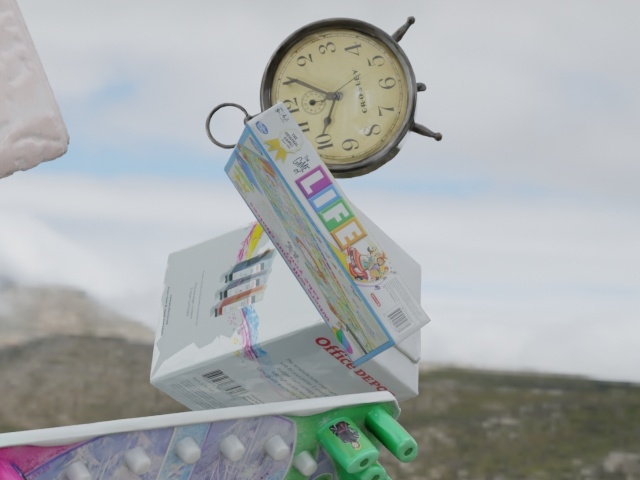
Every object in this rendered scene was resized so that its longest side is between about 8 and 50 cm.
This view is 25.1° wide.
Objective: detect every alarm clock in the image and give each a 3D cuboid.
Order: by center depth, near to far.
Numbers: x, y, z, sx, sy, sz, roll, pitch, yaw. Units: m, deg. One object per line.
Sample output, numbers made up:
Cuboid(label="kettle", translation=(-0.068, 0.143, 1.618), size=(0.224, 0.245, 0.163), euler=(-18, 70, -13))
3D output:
Cuboid(label="alarm clock", translation=(-0.003, -0.113, 1.201), size=(0.192, 0.129, 0.064), euler=(-12, -6, 1))

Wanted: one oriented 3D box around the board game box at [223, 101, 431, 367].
Cuboid(label="board game box", translation=(0.000, 0.000, 0.867), size=(0.026, 0.154, 0.103), euler=(-33, -3, -17))

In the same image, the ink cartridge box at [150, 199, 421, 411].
Cuboid(label="ink cartridge box", translation=(-0.023, 0.065, 1.139), size=(0.176, 0.127, 0.128), euler=(-19, -41, 31))

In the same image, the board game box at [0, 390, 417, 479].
Cuboid(label="board game box", translation=(-0.143, 0.284, 0.977), size=(0.389, 0.390, 0.050), euler=(0, 34, -43))

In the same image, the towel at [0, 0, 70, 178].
Cuboid(label="towel", translation=(-0.421, -0.170, 1.239), size=(0.331, 0.317, 0.053), euler=(-22, 0, -28))
